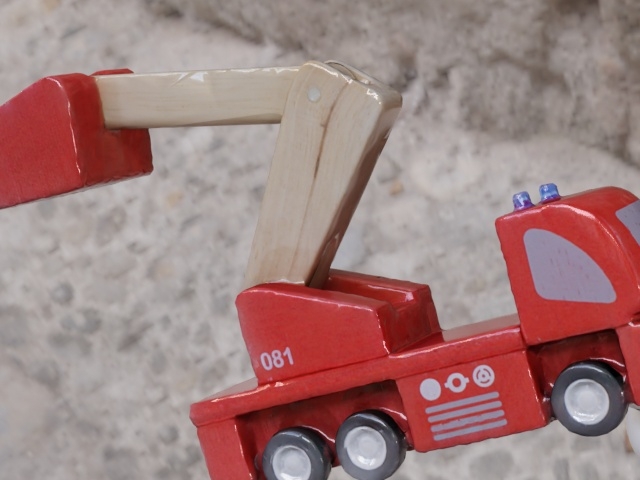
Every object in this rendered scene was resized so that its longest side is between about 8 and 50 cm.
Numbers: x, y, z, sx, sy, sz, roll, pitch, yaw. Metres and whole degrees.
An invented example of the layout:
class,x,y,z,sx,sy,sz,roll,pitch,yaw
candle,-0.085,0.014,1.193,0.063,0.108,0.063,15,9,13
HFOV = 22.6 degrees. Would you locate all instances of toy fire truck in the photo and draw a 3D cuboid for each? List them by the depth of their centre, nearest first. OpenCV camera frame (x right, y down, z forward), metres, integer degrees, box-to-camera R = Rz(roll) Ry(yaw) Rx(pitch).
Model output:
class,x,y,z,sx,sy,sz,roll,pitch,yaw
toy fire truck,0.000,0.000,0.456,0.192,0.047,0.135,-16,91,24

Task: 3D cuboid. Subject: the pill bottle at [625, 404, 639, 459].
class,x,y,z,sx,sy,sz,roll,pitch,yaw
pill bottle,0.241,0.106,0.869,0.117,0.208,0.117,-36,24,19
